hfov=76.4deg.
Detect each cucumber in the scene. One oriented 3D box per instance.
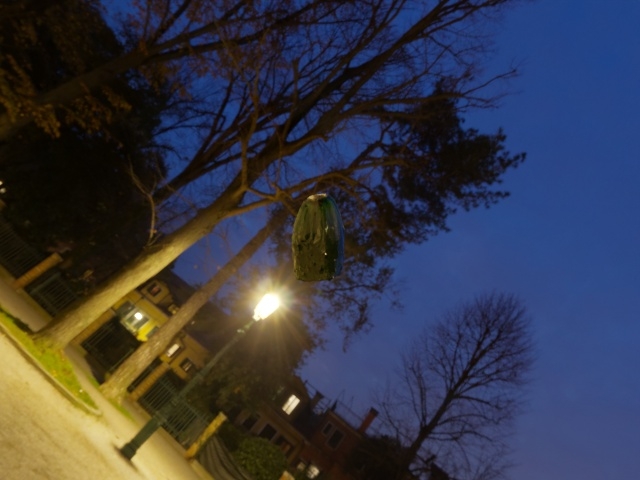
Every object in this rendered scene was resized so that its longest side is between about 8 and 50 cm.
[{"bbox_3d":[0.000,0.000,0.483,0.035,0.067,0.107,-119,-158,-57],"label":"cucumber"}]
